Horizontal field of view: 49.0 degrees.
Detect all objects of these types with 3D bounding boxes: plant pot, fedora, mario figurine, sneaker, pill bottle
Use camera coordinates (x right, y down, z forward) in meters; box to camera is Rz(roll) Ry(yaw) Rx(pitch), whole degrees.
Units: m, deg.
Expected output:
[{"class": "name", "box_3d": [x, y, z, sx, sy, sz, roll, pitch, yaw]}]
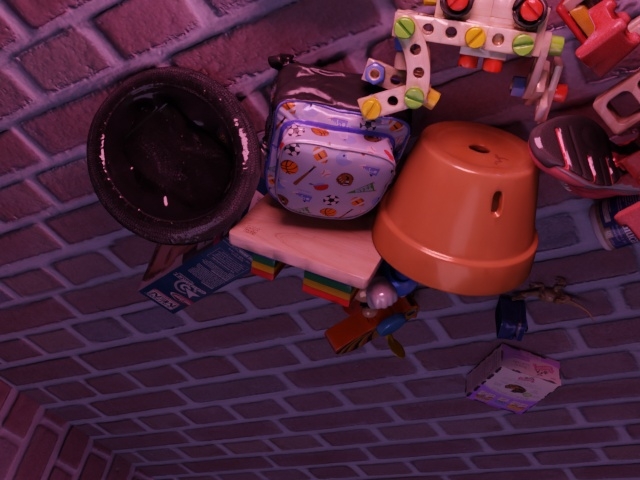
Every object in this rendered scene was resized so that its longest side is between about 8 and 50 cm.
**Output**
[{"class": "plant pot", "box_3d": [0.247, -0.073, 1.205, 0.291, 0.291, 0.203, 11, 123, 2]}, {"class": "fedora", "box_3d": [-0.252, -0.143, 1.281, 0.334, 0.334, 0.152, 4, 173, 10]}, {"class": "mario figurine", "box_3d": [0.144, 0.097, 1.393, 0.320, 0.170, 0.198, -14, 141, 45]}, {"class": "sneaker", "box_3d": [0.436, -0.112, 1.160, 0.314, 0.116, 0.136, 8, 158, -32]}, {"class": "pill bottle", "box_3d": [0.584, -0.049, 1.263, 0.169, 0.094, 0.094, -22, 130, 35]}]

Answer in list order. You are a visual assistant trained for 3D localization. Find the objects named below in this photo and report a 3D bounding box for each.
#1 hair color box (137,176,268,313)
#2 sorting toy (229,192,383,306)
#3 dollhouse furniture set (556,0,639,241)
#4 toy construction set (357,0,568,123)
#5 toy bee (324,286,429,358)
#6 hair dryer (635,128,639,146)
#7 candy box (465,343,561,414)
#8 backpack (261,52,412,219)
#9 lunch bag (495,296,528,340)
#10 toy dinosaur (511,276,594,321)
[{"class": "hair color box", "box_3d": [-0.232, 0.012, 1.488, 0.105, 0.174, 0.347, 38, 134, -27]}, {"class": "sorting toy", "box_3d": [0.000, 0.000, 1.300, 0.257, 0.255, 0.089, 18, 125, 14]}, {"class": "dollhouse furniture set", "box_3d": [0.432, -0.165, 0.970, 0.374, 0.201, 0.152, 49, 126, -6]}, {"class": "toy construction set", "box_3d": [0.228, -0.267, 1.047, 0.327, 0.151, 0.215, 5, 113, -7]}, {"class": "toy bee", "box_3d": [0.164, 0.173, 1.592, 0.298, 0.195, 0.162, -15, 159, 15]}, {"class": "hair dryer", "box_3d": [0.594, -0.205, 1.023, 0.293, 0.080, 0.223, -21, 98, 49]}, {"class": "candy box", "box_3d": [0.489, 0.357, 1.793, 0.165, 0.070, 0.196, 19, 141, -8]}, {"class": "backpack", "box_3d": [0.021, -0.154, 1.211, 0.276, 0.213, 0.263, 13, 150, -4]}, {"class": "lunch bag", "box_3d": [0.431, 0.178, 1.572, 0.065, 0.098, 0.067, 6, 135, 4]}, {"class": "toy dinosaur", "box_3d": [0.517, 0.122, 1.534, 0.183, 0.053, 0.092, 13, 157, 11]}]
